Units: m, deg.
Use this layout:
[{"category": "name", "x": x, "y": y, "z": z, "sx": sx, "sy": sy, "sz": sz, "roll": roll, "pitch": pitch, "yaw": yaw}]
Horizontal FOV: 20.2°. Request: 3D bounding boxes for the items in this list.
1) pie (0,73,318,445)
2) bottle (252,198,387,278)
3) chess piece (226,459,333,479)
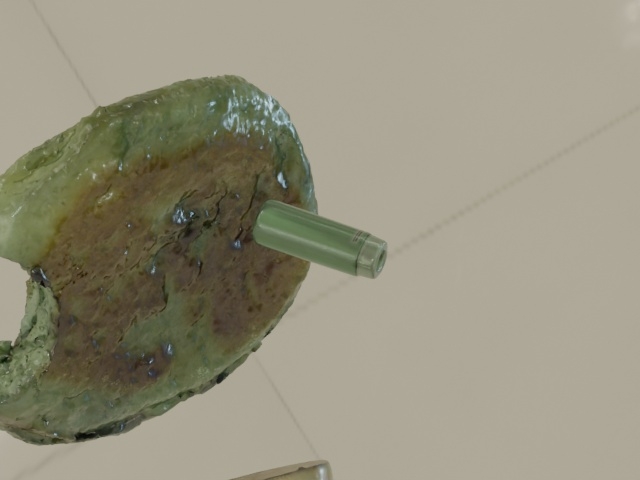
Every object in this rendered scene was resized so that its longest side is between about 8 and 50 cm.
[{"category": "pie", "x": -0.121, "y": 0.015, "z": 1.237, "sx": 0.302, "sy": 0.302, "sz": 0.067, "roll": -46, "pitch": 52, "yaw": -13}, {"category": "bottle", "x": 0.000, "y": 0.000, "z": 1.126, "sx": 0.083, "sy": 0.030, "sz": 0.030, "roll": 19, "pitch": 72, "yaw": 16}, {"category": "chess piece", "x": -0.023, "y": 0.218, "z": 1.035, "sx": 0.094, "sy": 0.094, "sz": 0.170, "roll": -11, "pitch": 86, "yaw": -2}]
